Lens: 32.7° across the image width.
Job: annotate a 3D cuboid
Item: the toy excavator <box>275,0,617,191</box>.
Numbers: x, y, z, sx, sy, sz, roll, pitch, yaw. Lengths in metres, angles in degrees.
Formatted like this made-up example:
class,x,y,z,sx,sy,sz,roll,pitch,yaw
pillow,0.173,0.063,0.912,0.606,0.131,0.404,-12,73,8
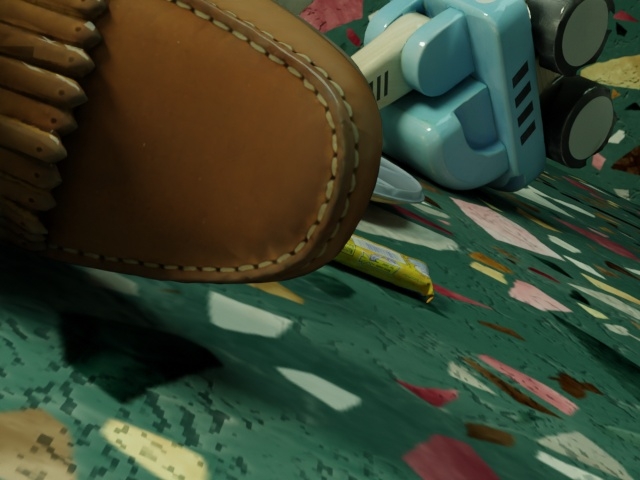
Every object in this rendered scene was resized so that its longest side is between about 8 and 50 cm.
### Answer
class,x,y,z,sx,sy,sz,roll,pitch,yaw
toy excavator,0.096,-0.178,1.202,0.222,0.445,0.433,33,-26,40

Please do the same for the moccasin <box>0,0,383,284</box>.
class,x,y,z,sx,sy,sz,roll,pitch,yaw
moccasin,-0.161,-0.080,0.394,0.380,0.139,0.147,26,13,8

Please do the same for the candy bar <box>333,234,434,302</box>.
class,x,y,z,sx,sy,sz,roll,pitch,yaw
candy bar,0.000,0.000,0.659,0.161,0.018,0.040,22,16,-15

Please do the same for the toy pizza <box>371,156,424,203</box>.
class,x,y,z,sx,sy,sz,roll,pitch,yaw
toy pizza,-0.009,-0.069,0.906,0.201,0.032,0.201,23,13,-6
